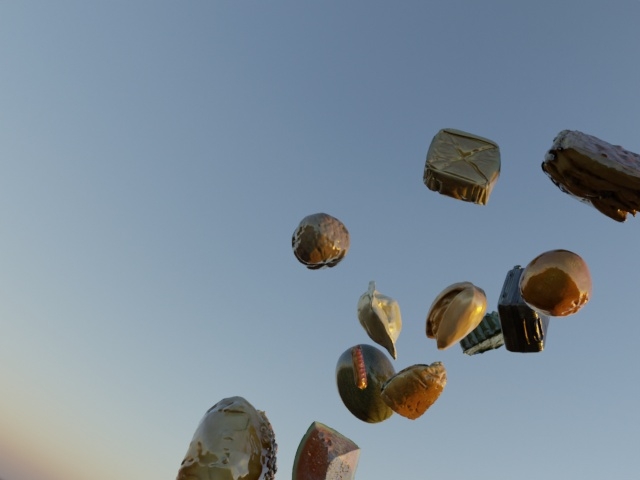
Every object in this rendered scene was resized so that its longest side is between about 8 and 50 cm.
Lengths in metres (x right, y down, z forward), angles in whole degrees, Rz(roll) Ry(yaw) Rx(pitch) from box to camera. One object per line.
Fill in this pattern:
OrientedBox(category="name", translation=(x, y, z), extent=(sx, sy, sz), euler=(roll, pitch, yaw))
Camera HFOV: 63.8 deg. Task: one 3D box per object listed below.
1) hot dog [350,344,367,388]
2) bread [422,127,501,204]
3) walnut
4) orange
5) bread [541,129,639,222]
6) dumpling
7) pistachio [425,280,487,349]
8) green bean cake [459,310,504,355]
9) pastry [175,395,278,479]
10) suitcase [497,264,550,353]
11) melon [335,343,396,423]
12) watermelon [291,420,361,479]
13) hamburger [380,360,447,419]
OrientedBox(category="hot dog", translation=(0.128, 0.412, 1.686), extent=(0.038, 0.144, 0.062), euler=(-14, -27, 15))
OrientedBox(category="bread", translation=(0.408, -0.214, 1.488), extent=(0.210, 0.192, 0.110), euler=(17, -27, 9))
OrientedBox(category="walnut", translation=(-0.002, 0.001, 2.154), extent=(0.248, 0.248, 0.248), euler=(18, -37, 14))
OrientedBox(category="orange", translation=(0.522, 0.098, 1.133), extent=(0.159, 0.159, 0.136), euler=(79, -16, -47))
OrientedBox(category="bread", translation=(0.787, -0.176, 1.442), extent=(0.324, 0.277, 0.167), euler=(28, -59, 17))
OrientedBox(category="dumpling", translation=(0.181, 0.239, 1.543), extent=(0.131, 0.252, 0.179), euler=(-13, -11, 0))
OrientedBox(category="pistachio", translation=(0.420, 0.232, 1.603), extent=(0.157, 0.229, 0.157), euler=(36, 5, -4))
OrientedBox(category="green bean cake", translation=(0.671, 0.384, 2.069), extent=(0.208, 0.107, 0.193), euler=(-40, -40, 23))
OrientedBox(category="pastry", translation=(-0.249, 0.625, 1.352), extent=(0.245, 0.409, 0.409), euler=(20, -35, -5))
OrientedBox(category="suitcase", translation=(0.678, 0.221, 1.703), extent=(0.128, 0.312, 0.202), euler=(-7, -69, 31))
OrientedBox(category="melon", translation=(0.180, 0.550, 1.970), extent=(0.237, 0.301, 0.237), euler=(-15, -36, -11))
OrientedBox(category="watermelon", translation=(0.020, 0.587, 1.282), extent=(0.146, 0.231, 0.128), euler=(29, -21, -35))
OrientedBox(category="hamburger", translation=(0.316, 0.486, 1.699), extent=(0.155, 0.135, 0.208), euler=(29, -58, -35))
